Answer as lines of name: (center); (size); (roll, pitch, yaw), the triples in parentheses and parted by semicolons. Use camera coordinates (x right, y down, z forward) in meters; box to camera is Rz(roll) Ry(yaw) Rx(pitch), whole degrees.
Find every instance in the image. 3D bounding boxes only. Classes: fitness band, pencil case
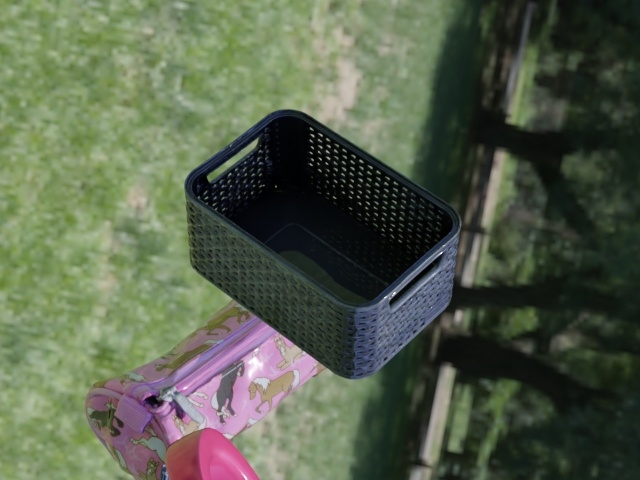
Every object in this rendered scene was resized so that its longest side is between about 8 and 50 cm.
fitness band: (-0.053, 0.298, 1.227); (0.291, 0.054, 0.209); (61, 7, -12)
pencil case: (-0.085, 0.135, 1.672); (0.386, 0.167, 0.160); (-35, 118, -32)

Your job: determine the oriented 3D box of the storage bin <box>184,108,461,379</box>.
storage bin: (0.000, 0.000, 1.040); (0.122, 0.180, 0.084); (-39, 151, -30)
